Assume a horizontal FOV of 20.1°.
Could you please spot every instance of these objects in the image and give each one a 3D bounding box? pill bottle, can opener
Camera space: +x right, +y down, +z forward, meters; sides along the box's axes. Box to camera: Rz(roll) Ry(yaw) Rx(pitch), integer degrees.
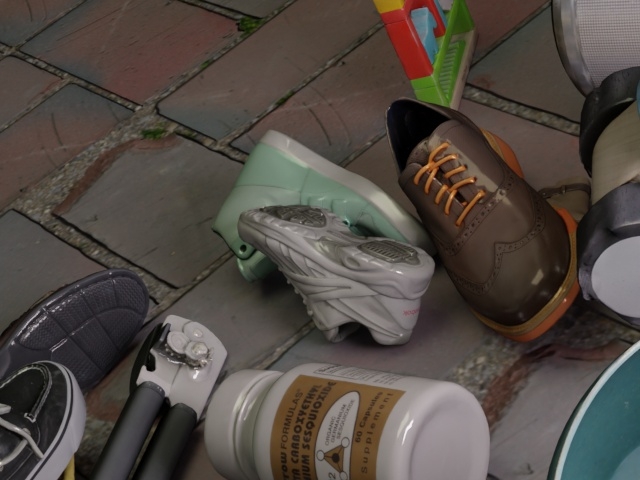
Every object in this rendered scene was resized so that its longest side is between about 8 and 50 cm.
[{"bbox_3d":[0.017,0.171,1.532,0.229,0.131,0.131,5,44,41],"label":"pill bottle"},{"bbox_3d":[-0.161,0.179,1.724,0.093,0.074,0.280,-47,14,38],"label":"can opener"}]

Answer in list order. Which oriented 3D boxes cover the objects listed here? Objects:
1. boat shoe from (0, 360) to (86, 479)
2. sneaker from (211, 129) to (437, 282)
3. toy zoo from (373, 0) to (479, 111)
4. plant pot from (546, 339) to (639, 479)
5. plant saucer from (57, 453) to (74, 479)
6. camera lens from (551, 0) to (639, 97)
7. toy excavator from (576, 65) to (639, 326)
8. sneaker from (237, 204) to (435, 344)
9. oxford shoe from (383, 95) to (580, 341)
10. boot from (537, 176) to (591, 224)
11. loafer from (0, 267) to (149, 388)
[{"bbox_3d":[-0.305,0.186,1.604,0.113,0.105,0.306,-1,33,26],"label":"boat shoe"},{"bbox_3d":[0.000,0.000,1.851,0.256,0.094,0.151,29,83,38],"label":"sneaker"},{"bbox_3d":[0.099,-0.293,1.986,0.030,0.293,0.192,-11,36,24],"label":"toy zoo"},{"bbox_3d":[0.277,0.193,1.223,0.290,0.290,0.195,-32,-4,-9],"label":"plant pot"},{"bbox_3d":[-0.368,0.301,1.630,0.332,0.081,0.333,-17,29,1],"label":"plant saucer"},{"bbox_3d":[0.381,-0.234,1.769,0.274,0.219,0.219,4,43,39],"label":"camera lens"},{"bbox_3d":[0.476,-0.047,1.397,0.445,0.433,0.222,-41,21,33],"label":"toy excavator"},{"bbox_3d":[0.001,0.038,1.746,0.232,0.115,0.090,25,24,39],"label":"sneaker"},{"bbox_3d":[0.137,-0.026,1.697,0.130,0.133,0.364,-49,27,10],"label":"oxford shoe"},{"bbox_3d":[0.243,-0.029,1.741,0.118,0.042,0.087,-3,38,34],"label":"boot"},{"bbox_3d":[-0.309,0.130,1.856,0.302,0.109,0.095,-45,32,-22],"label":"loafer"}]
